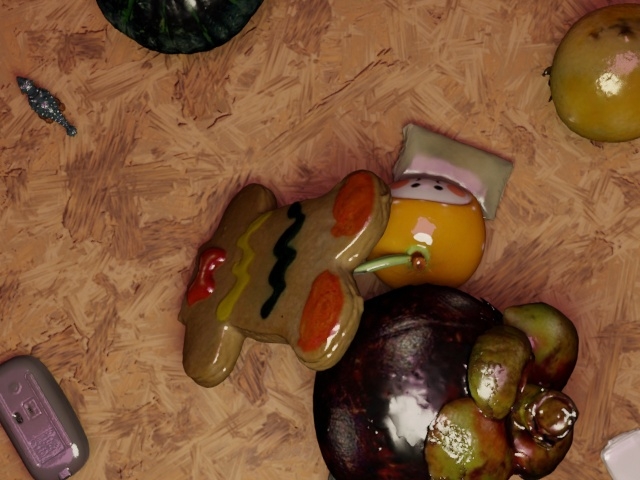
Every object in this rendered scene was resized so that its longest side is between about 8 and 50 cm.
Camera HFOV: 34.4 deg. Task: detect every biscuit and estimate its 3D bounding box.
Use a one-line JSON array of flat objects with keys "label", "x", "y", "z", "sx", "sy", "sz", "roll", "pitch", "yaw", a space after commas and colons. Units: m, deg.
[{"label": "biscuit", "x": -0.081, "y": 0.059, "z": 1.662, "sx": 0.394, "sy": 0.076, "sz": 0.368, "roll": -3, "pitch": 62, "yaw": 45}]

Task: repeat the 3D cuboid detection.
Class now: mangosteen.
[{"label": "mangosteen", "x": 0.187, "y": 0.233, "z": 1.606, "sx": 0.421, "sy": 0.381, "sz": 0.381, "roll": -37, "pitch": 83, "yaw": 37}]

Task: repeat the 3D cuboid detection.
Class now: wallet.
[{"label": "wallet", "x": 0.556, "y": 0.414, "z": 1.763, "sx": 0.095, "sy": 0.033, "sz": 0.190, "roll": -33, "pitch": 85, "yaw": -3}]

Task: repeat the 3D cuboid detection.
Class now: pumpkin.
[{"label": "pumpkin", "x": -0.246, "y": -0.474, "z": 1.777, "sx": 0.315, "sy": 0.238, "sz": 0.315, "roll": 0, "pitch": 89, "yaw": 4}]

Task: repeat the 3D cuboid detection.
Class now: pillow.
[{"label": "pillow", "x": 0.227, "y": -0.120, "z": 1.816, "sx": 0.208, "sy": 0.053, "sz": 0.119, "roll": 20, "pitch": 88, "yaw": 0}]

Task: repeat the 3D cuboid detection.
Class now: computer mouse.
[{"label": "computer mouse", "x": -0.492, "y": 0.311, "z": 1.797, "sx": 0.120, "sy": 0.057, "sz": 0.232, "roll": -34, "pitch": 82, "yaw": -2}]

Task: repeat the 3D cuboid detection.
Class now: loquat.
[{"label": "loquat", "x": 0.496, "y": -0.279, "z": 1.745, "sx": 0.244, "sy": 0.244, "sz": 0.243, "roll": 0, "pitch": 84, "yaw": 2}]

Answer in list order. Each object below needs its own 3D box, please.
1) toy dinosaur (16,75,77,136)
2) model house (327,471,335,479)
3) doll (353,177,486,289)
[{"label": "toy dinosaur", "x": -0.489, "y": -0.241, "z": 1.852, "sx": 0.154, "sy": 0.055, "sz": 0.049, "roll": 43, "pitch": 84, "yaw": 8}, {"label": "model house", "x": 0.077, "y": 0.460, "z": 1.735, "sx": 0.152, "sy": 0.106, "sz": 0.165, "roll": 16, "pitch": 74, "yaw": -12}, {"label": "doll", "x": 0.165, "y": 0.008, "z": 1.712, "sx": 0.214, "sy": 0.236, "sz": 0.213, "roll": 5, "pitch": 115, "yaw": 11}]
